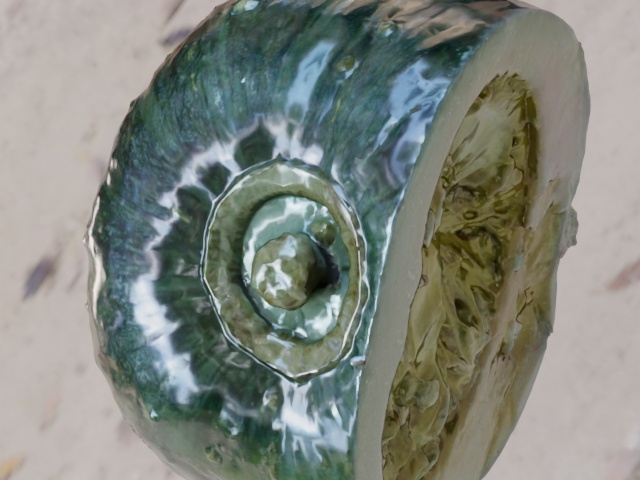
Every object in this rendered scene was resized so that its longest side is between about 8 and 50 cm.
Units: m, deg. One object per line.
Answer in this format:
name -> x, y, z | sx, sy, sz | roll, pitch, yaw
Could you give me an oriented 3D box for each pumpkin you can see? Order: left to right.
pumpkin -> 0.000, 0.000, 0.885 | 0.197, 0.263, 0.293 | 21, 112, 25
